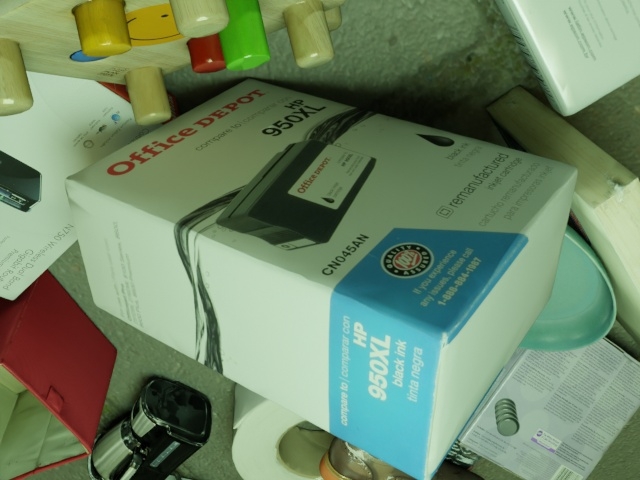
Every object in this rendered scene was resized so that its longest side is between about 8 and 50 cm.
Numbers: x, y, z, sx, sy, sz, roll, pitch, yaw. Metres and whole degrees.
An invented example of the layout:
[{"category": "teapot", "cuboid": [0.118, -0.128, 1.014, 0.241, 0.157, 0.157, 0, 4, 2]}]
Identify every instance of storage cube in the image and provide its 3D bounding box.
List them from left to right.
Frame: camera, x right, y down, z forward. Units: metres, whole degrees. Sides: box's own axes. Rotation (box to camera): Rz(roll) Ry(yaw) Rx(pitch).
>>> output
[{"category": "storage cube", "cuboid": [-0.414, 0.182, 0.951, 0.183, 0.193, 0.215, -22, 123, 11]}]

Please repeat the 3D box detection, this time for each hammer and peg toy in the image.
[{"category": "hammer and peg toy", "cuboid": [-0.119, -0.188, 0.634, 0.266, 0.361, 0.127, -14, 91, 23]}]

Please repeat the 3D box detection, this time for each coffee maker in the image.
[{"category": "coffee maker", "cuboid": [-0.248, 0.314, 1.117, 0.171, 0.120, 0.178, 19, 126, -44]}]

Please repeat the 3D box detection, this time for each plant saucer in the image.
[{"category": "plant saucer", "cuboid": [0.210, 0.028, 0.885, 0.317, 0.044, 0.318, 26, 153, 14]}]

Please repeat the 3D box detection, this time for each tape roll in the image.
[{"category": "tape roll", "cuboid": [0.002, 0.290, 1.112, 0.286, 0.100, 0.286, -2, 126, -3]}]

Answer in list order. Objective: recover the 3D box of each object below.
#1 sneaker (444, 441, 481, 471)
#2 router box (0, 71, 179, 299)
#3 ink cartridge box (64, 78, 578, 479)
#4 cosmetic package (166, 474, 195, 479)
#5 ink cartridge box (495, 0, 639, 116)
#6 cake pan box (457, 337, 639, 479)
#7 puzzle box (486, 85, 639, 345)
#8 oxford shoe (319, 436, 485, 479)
[{"category": "sneaker", "cuboid": [0.202, 0.353, 1.182, 0.112, 0.131, 0.319, 30, 101, 9]}, {"category": "router box", "cuboid": [-0.374, -0.106, 0.772, 0.335, 0.082, 0.301, -39, 135, 21]}, {"category": "ink cartridge box", "cuboid": [0.000, 0.000, 0.692, 0.395, 0.285, 0.166, 21, 131, 28]}, {"category": "cosmetic package", "cuboid": [-0.281, 0.521, 1.222, 0.151, 0.151, 0.184, 19, 123, -16]}, {"category": "ink cartridge box", "cuboid": [0.303, -0.342, 0.674, 0.330, 0.071, 0.324, -31, 111, 10]}, {"category": "cake pan box", "cuboid": [0.355, 0.244, 1.075, 0.267, 0.070, 0.246, 31, 97, -23]}, {"category": "puzzle box", "cuboid": [0.355, 0.023, 0.843, 0.052, 0.272, 0.409, -35, 121, 10]}, {"category": "oxford shoe", "cuboid": [0.140, 0.338, 1.041, 0.271, 0.097, 0.098, 16, 116, -15]}]
